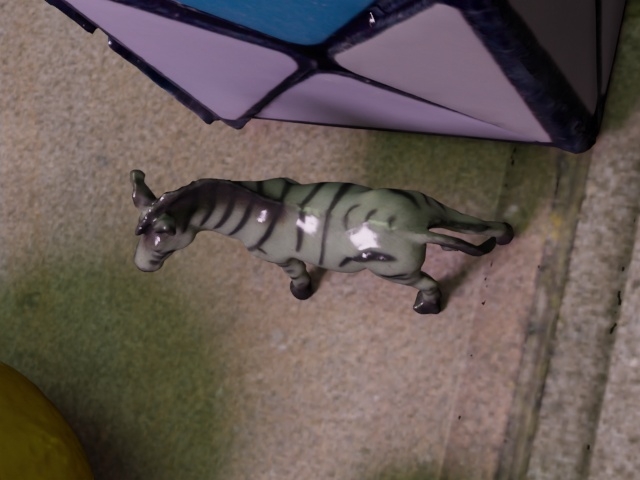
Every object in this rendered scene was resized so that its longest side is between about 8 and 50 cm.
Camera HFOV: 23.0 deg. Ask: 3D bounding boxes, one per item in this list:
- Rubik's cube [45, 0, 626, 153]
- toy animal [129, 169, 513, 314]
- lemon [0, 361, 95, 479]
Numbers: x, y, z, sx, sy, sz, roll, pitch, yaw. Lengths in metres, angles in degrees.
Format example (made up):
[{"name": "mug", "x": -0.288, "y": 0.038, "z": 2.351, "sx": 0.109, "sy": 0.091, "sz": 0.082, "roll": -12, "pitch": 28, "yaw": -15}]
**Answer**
[{"name": "Rubik's cube", "x": 0.024, "y": -0.244, "z": 0.969, "sx": 0.305, "sy": 0.310, "sz": 0.307, "roll": 9, "pitch": 78, "yaw": 25}, {"name": "toy animal", "x": 0.000, "y": -0.006, "z": 0.991, "sx": 0.217, "sy": 0.176, "sz": 0.073, "roll": 1, "pitch": 78, "yaw": 23}, {"name": "lemon", "x": -0.274, "y": 0.185, "z": 1.024, "sx": 0.267, "sy": 0.267, "sz": 0.267, "roll": -6, "pitch": 74, "yaw": 22}]
